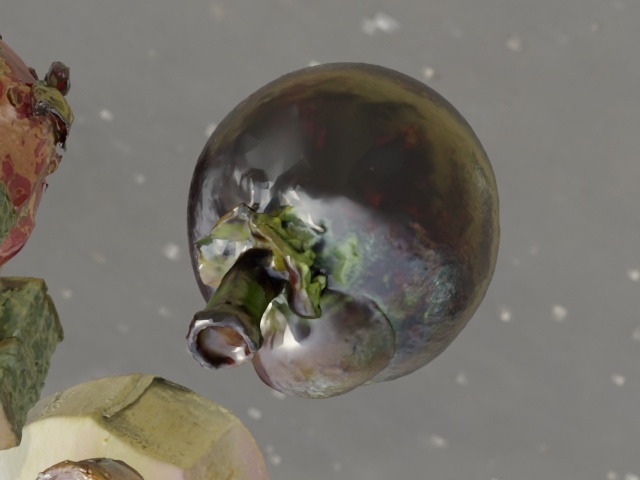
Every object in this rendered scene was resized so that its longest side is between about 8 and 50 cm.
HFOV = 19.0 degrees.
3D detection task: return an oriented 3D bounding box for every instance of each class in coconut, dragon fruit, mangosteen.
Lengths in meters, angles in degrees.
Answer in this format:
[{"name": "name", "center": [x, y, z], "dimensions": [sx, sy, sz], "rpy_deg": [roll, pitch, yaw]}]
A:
[{"name": "coconut", "center": [-0.235, 0.322, 2.248], "dimensions": [0.352, 0.352, 0.352], "rpy_deg": [25, 156, 12]}, {"name": "dragon fruit", "center": [-0.404, -0.070, 1.621], "dimensions": [0.296, 0.314, 0.263], "rpy_deg": [33, -174, 16]}, {"name": "mangosteen", "center": [0.000, 0.000, 1.314], "dimensions": [0.231, 0.289, 0.231], "rpy_deg": [7, 107, 22]}]

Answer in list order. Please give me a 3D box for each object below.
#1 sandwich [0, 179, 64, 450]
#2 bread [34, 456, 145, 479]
[{"name": "sandwich", "center": [-0.268, 0.017, 1.244], "dimensions": [0.128, 0.122, 0.235], "rpy_deg": [-7, 123, 22]}, {"name": "bread", "center": [-0.233, 0.302, 1.957], "dimensions": [0.160, 0.160, 0.073], "rpy_deg": [10, -178, 38]}]
